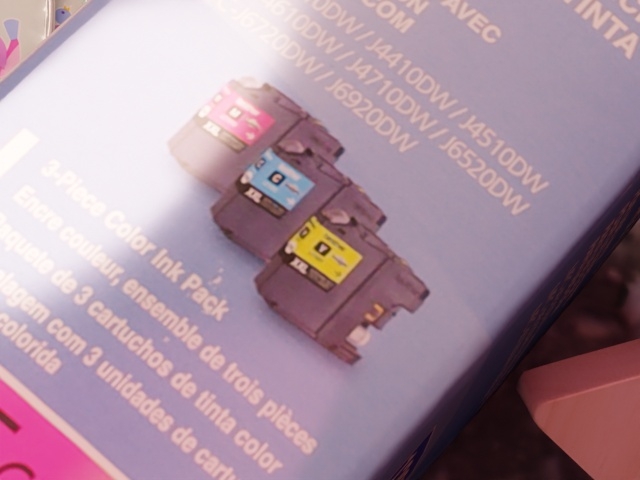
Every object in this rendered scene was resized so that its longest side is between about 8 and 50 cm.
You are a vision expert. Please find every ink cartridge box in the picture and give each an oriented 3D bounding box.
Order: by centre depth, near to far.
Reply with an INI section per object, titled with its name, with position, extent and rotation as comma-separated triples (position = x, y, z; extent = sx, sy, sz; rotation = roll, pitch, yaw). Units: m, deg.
[ink cartridge box]
position = 0.000, 0.000, 0.588
extent = 0.151, 0.270, 0.395
rotation = 39, 68, 7

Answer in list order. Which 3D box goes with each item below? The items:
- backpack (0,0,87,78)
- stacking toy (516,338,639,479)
[backpack]
position = -0.180, -0.095, 0.676
extent = 0.188, 0.144, 0.166
rotation = -2, 72, -6
[stacking toy]
position = 0.223, 0.042, 0.651
extent = 0.279, 0.130, 0.309
rotation = -33, 116, 6
